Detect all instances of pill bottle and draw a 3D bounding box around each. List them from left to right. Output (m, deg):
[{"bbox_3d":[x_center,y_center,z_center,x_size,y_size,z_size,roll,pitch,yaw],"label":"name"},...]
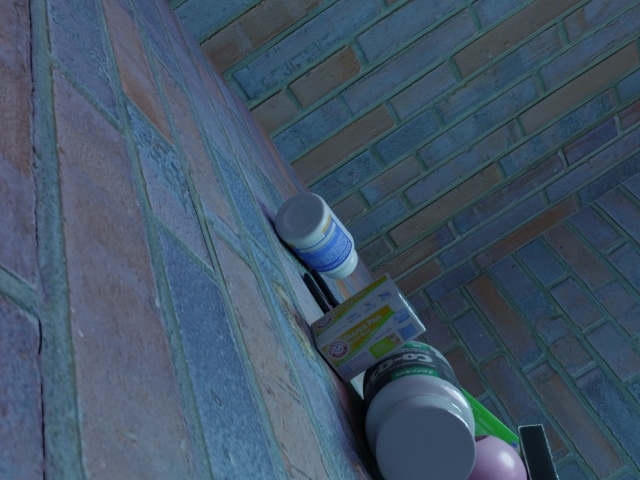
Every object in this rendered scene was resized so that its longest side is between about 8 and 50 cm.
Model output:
[{"bbox_3d":[0.000,0.000,1.927,0.272,0.152,0.152,50,9,-51],"label":"pill bottle"},{"bbox_3d":[0.185,0.336,1.372,0.204,0.204,0.361,56,5,-5],"label":"pill bottle"}]

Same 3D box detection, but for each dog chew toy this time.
[{"bbox_3d":[0.363,0.594,1.513,0.206,0.207,0.331,31,41,-77],"label":"dog chew toy"}]

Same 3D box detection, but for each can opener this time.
[{"bbox_3d":[0.018,0.155,1.778,0.186,0.073,0.059,54,45,3],"label":"can opener"}]

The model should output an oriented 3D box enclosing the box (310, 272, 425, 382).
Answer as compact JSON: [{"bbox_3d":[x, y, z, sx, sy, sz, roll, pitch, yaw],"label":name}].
[{"bbox_3d":[0.095,0.181,1.474,0.114,0.203,0.103,52,7,-23],"label":"box"}]

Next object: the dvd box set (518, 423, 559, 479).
[{"bbox_3d":[0.513,0.672,1.584,0.307,0.062,0.420,-83,161,-60],"label":"dvd box set"}]

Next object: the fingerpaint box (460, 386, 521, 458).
[{"bbox_3d":[0.507,0.634,2.075,0.445,0.163,0.371,40,-9,48],"label":"fingerpaint box"}]

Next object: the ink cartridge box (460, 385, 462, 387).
[{"bbox_3d":[0.435,0.563,2.433,0.208,0.153,0.087,54,6,-31],"label":"ink cartridge box"}]
